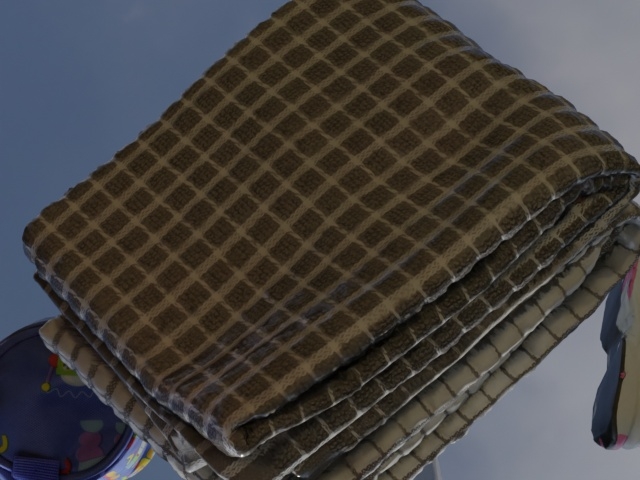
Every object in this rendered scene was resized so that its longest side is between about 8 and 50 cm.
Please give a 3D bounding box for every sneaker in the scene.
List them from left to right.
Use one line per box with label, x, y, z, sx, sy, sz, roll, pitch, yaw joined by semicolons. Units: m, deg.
sneaker;0.212;0.061;1.092;0.077;0.072;0.178;16;-127;-1

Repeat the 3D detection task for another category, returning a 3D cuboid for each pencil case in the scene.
pencil case;-0.183;0.130;1.360;0.119;0.306;0.133;19;-96;1

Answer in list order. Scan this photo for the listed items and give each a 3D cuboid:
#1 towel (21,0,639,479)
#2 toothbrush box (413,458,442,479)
towel;0.000;0.000;0.974;0.283;0.121;0.235;-39;-127;-14
toothbrush box;-0.059;0.228;1.135;0.295;0.216;0.126;-12;-85;4
